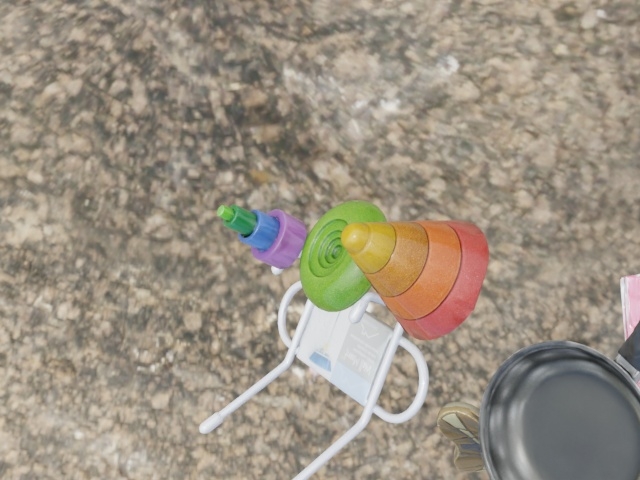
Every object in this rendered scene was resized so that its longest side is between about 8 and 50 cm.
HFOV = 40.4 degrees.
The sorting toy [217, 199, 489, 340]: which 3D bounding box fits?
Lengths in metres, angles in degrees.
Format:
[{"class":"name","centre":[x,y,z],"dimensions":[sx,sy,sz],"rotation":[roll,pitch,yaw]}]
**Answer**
[{"class":"sorting toy","centre":[0.000,0.000,0.889],"dimensions":[0.126,0.366,0.127],"rotation":[26,83,-34]}]

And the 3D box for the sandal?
[{"class":"sandal","centre":[0.181,0.222,1.003],"dimensions":[0.072,0.049,0.180],"rotation":[-6,141,23]}]

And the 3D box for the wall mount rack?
[{"class":"wall mount rack","centre":[-0.021,0.185,1.223],"dimensions":[0.131,0.350,0.304],"rotation":[17,97,-38]}]

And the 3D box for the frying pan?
[{"class":"frying pan","centre":[0.256,0.134,0.839],"dimensions":[0.053,0.197,0.326],"rotation":[2,104,-45]}]

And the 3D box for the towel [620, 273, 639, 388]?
[{"class":"towel","centre":[0.424,0.099,0.920],"dimensions":[0.197,0.029,0.144],"rotation":[-6,76,27]}]
